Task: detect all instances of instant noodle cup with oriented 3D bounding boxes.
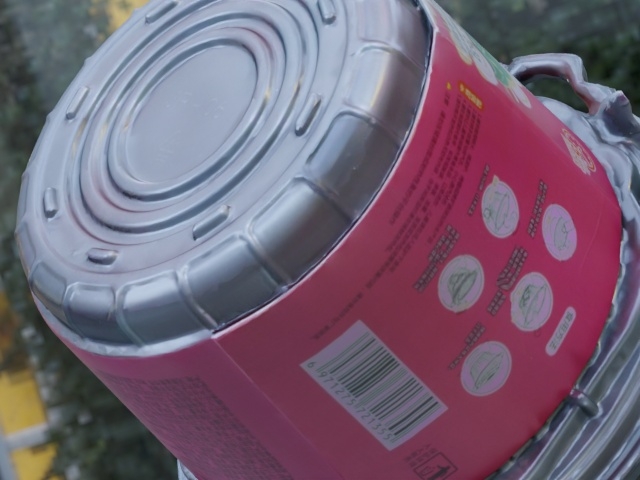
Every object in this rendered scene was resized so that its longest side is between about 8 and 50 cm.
[{"bbox_3d":[0.000,0.000,0.703,0.258,0.302,0.181,-9,-38,36],"label":"instant noodle cup"}]
